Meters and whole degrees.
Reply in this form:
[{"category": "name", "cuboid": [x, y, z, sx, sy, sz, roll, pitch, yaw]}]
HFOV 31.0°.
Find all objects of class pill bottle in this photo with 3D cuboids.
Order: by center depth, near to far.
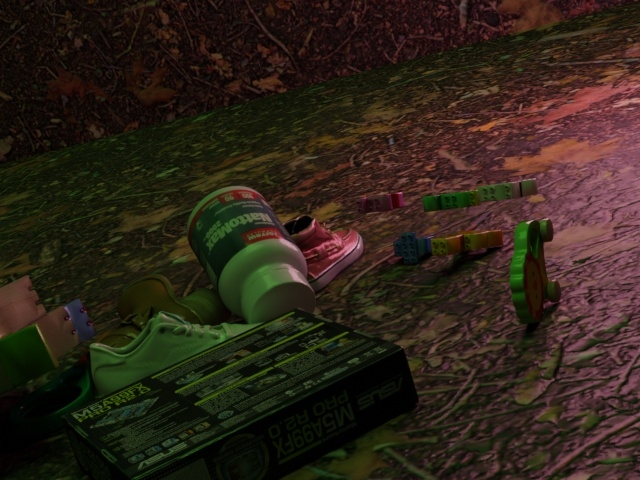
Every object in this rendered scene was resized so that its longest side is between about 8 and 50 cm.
[{"category": "pill bottle", "cuboid": [-0.077, 0.027, 1.327, 0.108, 0.108, 0.180, -21, 42, -15]}]

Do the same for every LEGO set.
[{"category": "LEGO set", "cuboid": [0.138, -0.018, 1.369, 0.227, 0.087, 0.093, -6, 4, 34]}]

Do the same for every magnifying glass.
[{"category": "magnifying glass", "cuboid": [-0.281, 0.161, 1.324, 0.092, 0.026, 0.231, -12, 18, 16]}]

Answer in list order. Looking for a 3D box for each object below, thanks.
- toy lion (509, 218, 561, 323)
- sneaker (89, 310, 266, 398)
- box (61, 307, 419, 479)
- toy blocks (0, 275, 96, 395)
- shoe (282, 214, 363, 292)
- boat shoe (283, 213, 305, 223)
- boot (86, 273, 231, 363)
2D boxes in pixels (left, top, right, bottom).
[{"category": "toy lion", "cuboid": [0.205, 0.030, 1.132, 0.034, 0.100, 0.096, -7, 0, 27]}, {"category": "sneaker", "cuboid": [-0.138, 0.111, 1.209, 0.212, 0.094, 0.080, -18, 14, -7]}, {"category": "box", "cuboid": [-0.078, 0.155, 1.061, 0.270, 0.060, 0.216, -24, 16, -24]}, {"category": "toy blocks", "cuboid": [-0.424, 0.143, 1.268, 0.381, 0.191, 0.261, -25, 4, 11]}, {"category": "shoe", "cuboid": [0.000, 0.000, 1.468, 0.063, 0.081, 0.178, -8, 18, 28]}, {"category": "boat shoe", "cuboid": [-0.056, 0.014, 1.545, 0.056, 0.049, 0.152, -28, 10, 40]}, {"category": "boot", "cuboid": [-0.219, 0.105, 1.361, 0.197, 0.073, 0.152, -4, 24, 45]}]
